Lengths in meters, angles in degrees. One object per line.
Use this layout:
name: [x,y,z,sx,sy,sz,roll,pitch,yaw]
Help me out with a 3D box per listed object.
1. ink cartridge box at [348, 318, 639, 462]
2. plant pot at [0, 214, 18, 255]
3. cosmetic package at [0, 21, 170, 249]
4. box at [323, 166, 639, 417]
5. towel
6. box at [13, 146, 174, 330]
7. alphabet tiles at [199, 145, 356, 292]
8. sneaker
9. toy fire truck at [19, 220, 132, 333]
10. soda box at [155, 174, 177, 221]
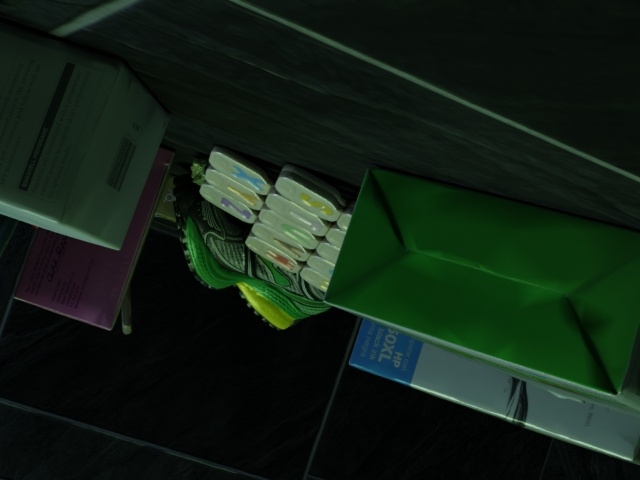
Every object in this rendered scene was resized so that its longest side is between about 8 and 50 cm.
ink cartridge box: [0.275,0.167,1.831,0.395,0.166,0.285,17,176,19]
plant pot: [-0.529,-0.074,1.478,0.334,0.341,0.341,29,172,-22]
cosmetic package: [-0.267,-0.097,1.101,0.225,0.138,0.224,20,176,5]
box: [0.178,0.054,1.098,0.262,0.126,0.231,16,175,34]
towel: [-0.074,-0.056,1.481,0.148,0.027,0.110,21,175,-7]
box: [-0.264,-0.016,1.583,0.117,0.213,0.243,19,176,-6]
alphabet tiles: [0.000,0.000,1.383,0.278,0.021,0.284,30,163,-2]
sneaker: [-0.069,-0.004,1.710,0.146,0.134,0.343,-23,149,22]
toy fire truck: [-0.329,-0.004,1.908,0.246,0.158,0.217,39,178,8]
soda box: [-0.200,-0.057,1.824,0.181,0.058,0.061,18,175,13]
